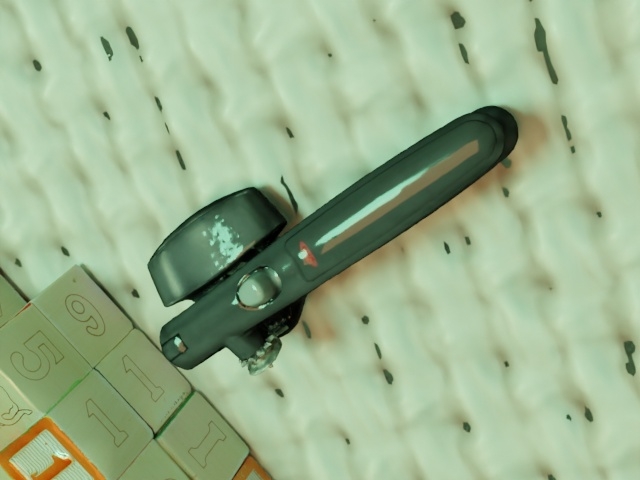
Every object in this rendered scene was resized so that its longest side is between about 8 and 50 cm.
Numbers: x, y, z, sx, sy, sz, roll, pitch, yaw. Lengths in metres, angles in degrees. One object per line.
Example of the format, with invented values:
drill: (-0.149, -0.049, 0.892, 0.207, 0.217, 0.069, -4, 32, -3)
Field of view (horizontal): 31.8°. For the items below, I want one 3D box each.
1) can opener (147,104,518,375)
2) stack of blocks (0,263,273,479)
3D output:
can opener: (0.000, 0.000, 0.465, 0.186, 0.059, 0.073, -30, 99, 30)
stack of blocks: (-0.174, 0.089, 0.558, 0.171, 0.087, 0.297, -39, 95, 31)
